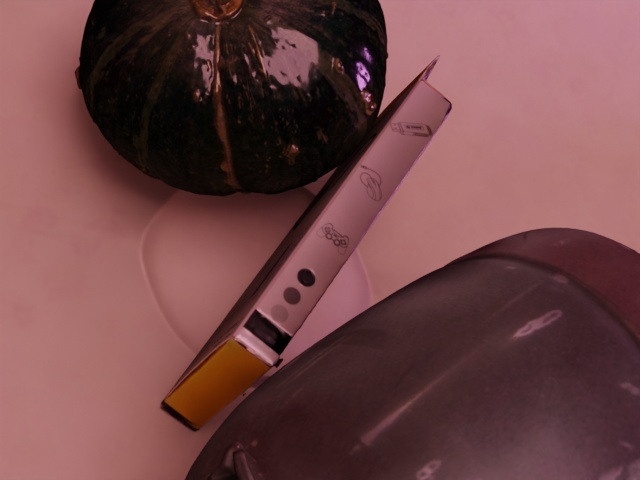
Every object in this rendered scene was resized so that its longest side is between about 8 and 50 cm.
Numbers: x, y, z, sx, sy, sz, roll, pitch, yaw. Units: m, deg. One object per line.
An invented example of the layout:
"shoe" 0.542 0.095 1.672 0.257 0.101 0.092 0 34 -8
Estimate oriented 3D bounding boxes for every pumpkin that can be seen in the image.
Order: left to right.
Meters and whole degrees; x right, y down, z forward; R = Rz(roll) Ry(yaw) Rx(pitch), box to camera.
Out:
"pumpkin" -0.052 -0.112 0.916 0.190 0.146 0.190 5 62 -9

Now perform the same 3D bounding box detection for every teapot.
"teapot" 0.055 0.186 0.792 0.312 0.233 0.315 -23 114 -36

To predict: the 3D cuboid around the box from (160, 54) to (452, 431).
"box" 0.000 0.000 0.903 0.033 0.129 0.247 39 58 -4
